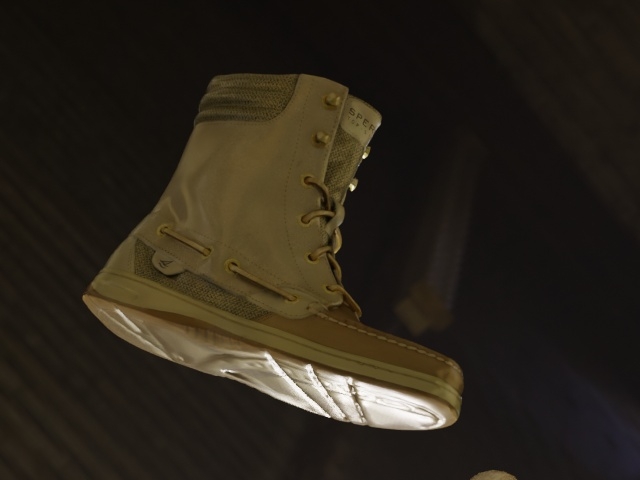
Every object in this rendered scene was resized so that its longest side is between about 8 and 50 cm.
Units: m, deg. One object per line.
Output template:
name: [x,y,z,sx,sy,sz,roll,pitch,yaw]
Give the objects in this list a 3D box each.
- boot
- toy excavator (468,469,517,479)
boot: [0.000,0.000,1.014,0.213,0.165,0.077,17,157,25]
toy excavator: [0.275,0.301,1.046,0.222,0.433,0.445,-34,-86,-33]
